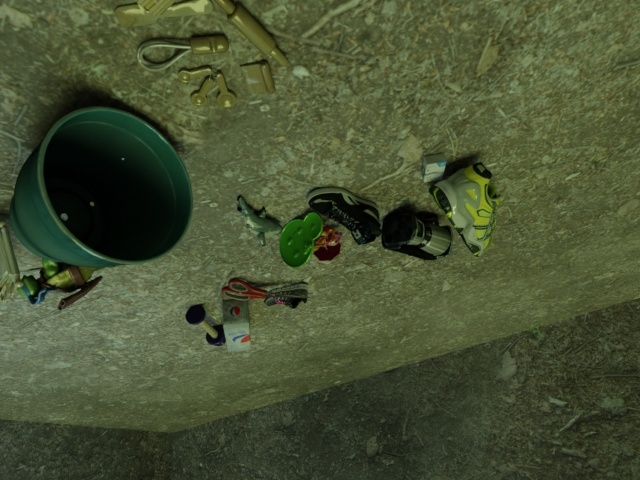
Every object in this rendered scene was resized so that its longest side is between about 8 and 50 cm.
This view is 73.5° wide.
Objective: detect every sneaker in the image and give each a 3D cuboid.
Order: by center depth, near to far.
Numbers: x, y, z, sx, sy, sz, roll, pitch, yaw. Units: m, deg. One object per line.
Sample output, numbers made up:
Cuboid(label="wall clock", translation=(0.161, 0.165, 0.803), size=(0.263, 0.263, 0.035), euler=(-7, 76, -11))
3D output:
Cuboid(label="sneaker", translation=(0.072, -0.054, 1.078), size=(0.216, 0.121, 0.079), euler=(11, 141, -31))
Cuboid(label="sneaker", translation=(0.424, -0.070, 1.148), size=(0.147, 0.145, 0.384), euler=(-36, 149, 15))
Cuboid(label="sneaker", translation=(-0.117, 0.204, 1.475), size=(0.170, 0.075, 0.063), euler=(-18, 148, 12))

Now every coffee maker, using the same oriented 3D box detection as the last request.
Cuboid(label="coffee maker", translation=(0.258, -0.002, 1.220), size=(0.178, 0.120, 0.171), euler=(16, 140, -35))

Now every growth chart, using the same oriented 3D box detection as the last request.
Cuboid(label="growth chart", translation=(-0.715, 0.059, 0.943), size=(0.237, 0.172, 0.021), euler=(-21, 173, 37))

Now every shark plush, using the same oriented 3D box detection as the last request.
Cuboid(label="shark plush", translation=(-0.164, -0.062, 1.091), size=(0.067, 0.073, 0.161), euler=(-35, 124, 3))

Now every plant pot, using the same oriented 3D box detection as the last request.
Cuboid(label="plant pot", translation=(-0.428, -0.071, 0.795), size=(0.255, 0.272, 0.271), euler=(-13, 152, 34))

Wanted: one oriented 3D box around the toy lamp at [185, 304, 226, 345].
Cuboid(label="toy lamp", translation=(-0.413, 0.323, 1.578), size=(0.080, 0.080, 0.275), euler=(-12, 146, 1))

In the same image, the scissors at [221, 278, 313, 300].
Cuboid(label="scissors", translation=(-0.177, 0.183, 1.429), size=(0.296, 0.021, 0.109), euler=(13, 137, -16))

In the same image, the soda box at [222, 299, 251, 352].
Cuboid(label="soda box", translation=(-0.307, 0.320, 1.583), size=(0.091, 0.098, 0.286), euler=(-4, 147, -11))

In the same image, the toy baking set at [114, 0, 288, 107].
Cuboid(label="toy baking set", translation=(-0.181, -0.303, 0.693), size=(0.196, 0.030, 0.256), euler=(-26, 145, 23))

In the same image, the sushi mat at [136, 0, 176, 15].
Cuboid(label="sushi mat", translation=(-0.149, -0.373, 0.477), size=(0.316, 0.019, 0.151), euler=(-14, 162, 34))

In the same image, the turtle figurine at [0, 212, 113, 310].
Cuboid(label="turtle figurine", translation=(-0.577, 0.012, 1.009), size=(0.266, 0.274, 0.198), euler=(-21, 124, -28))

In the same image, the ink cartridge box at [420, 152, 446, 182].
Cuboid(label="ink cartridge box", translation=(0.273, -0.171, 1.042), size=(0.048, 0.028, 0.083), euler=(-10, 149, 0))

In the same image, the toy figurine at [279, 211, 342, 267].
Cuboid(label="toy figurine", translation=(0.000, 0.000, 1.173), size=(0.159, 0.130, 0.173), euler=(7, 135, -47))
